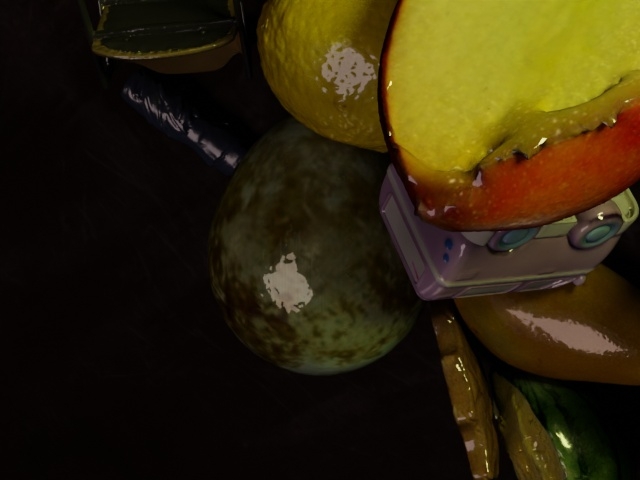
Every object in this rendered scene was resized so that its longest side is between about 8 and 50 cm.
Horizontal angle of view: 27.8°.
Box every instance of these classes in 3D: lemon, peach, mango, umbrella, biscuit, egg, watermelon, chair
[{"bbox_3d":[0.047,-0.179,1.190,0.231,0.192,0.192,31,138,24],"label":"lemon"},{"bbox_3d":[0.189,-0.127,1.017,0.258,0.361,0.201,24,161,27],"label":"peach"},{"bbox_3d":[0.243,0.077,1.296,0.253,0.113,0.138,24,120,26],"label":"mango"},{"bbox_3d":[-0.117,-0.119,1.489,0.248,0.071,0.071,34,139,7],"label":"umbrella"},{"bbox_3d":[0.158,0.161,1.355,0.034,0.215,0.182,-16,136,9],"label":"biscuit"},{"bbox_3d":[0.000,0.000,1.351,0.238,0.238,0.289,12,114,34],"label":"egg"},{"bbox_3d":[0.267,0.227,1.378,0.204,0.127,0.232,153,96,-82],"label":"watermelon"},{"bbox_3d":[-0.156,-0.239,1.326,0.159,0.172,0.246,-4,127,3],"label":"chair"}]

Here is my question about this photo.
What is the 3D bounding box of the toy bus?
[{"bbox_3d":[0.171,-0.031,1.186,0.142,0.203,0.142,-58,46,45],"label":"toy bus"}]
